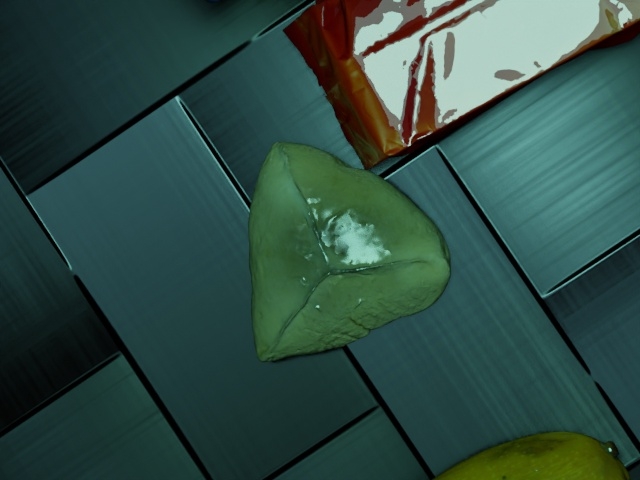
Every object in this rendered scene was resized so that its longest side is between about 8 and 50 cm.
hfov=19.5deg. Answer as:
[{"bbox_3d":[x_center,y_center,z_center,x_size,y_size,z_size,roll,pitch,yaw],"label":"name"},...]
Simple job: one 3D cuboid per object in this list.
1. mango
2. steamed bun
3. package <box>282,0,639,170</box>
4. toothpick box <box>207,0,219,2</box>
[{"bbox_3d":[0.162,0.324,1.906,0.359,0.144,0.187,-33,84,6],"label":"mango"},{"bbox_3d":[0.028,0.011,1.937,0.212,0.110,0.231,-2,93,5],"label":"steamed bun"},{"bbox_3d":[0.182,-0.244,1.922,0.424,0.123,0.196,-27,89,6],"label":"package"},{"bbox_3d":[-0.090,-0.417,1.881,0.263,0.263,0.354,9,91,5],"label":"toothpick box"}]
